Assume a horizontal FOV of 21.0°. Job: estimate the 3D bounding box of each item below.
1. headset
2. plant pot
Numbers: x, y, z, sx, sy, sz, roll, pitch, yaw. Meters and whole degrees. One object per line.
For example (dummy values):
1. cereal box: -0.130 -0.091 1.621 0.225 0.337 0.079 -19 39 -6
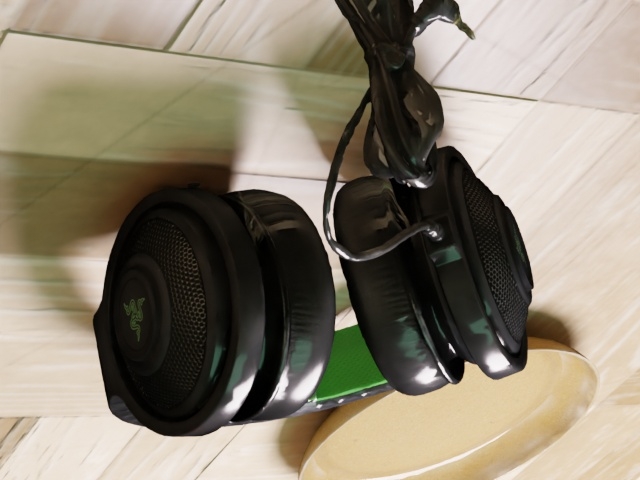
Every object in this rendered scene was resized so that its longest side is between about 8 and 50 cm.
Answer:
1. headset: 0.000 0.000 0.927 0.243 0.185 0.394 -10 163 -14
2. plant pot: 0.090 0.133 1.264 0.236 0.032 0.236 -16 149 -10
